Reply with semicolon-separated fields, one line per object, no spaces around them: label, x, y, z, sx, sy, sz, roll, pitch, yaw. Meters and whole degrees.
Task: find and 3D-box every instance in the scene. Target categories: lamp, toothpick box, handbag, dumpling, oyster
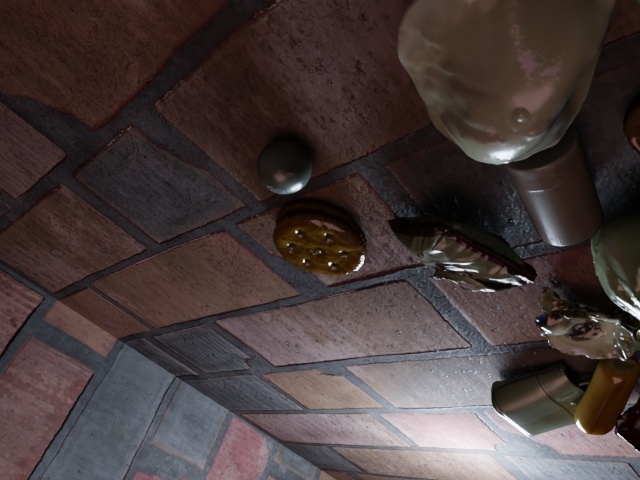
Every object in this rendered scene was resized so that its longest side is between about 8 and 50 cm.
lamp;-0.069;-0.139;1.007;0.105;0.105;0.105;15;144;11
toothpick box;0.365;-0.088;0.829;0.111;0.111;0.181;-9;135;37
handbag;0.627;0.401;1.387;0.241;0.109;0.315;37;129;-22
handbag;0.260;0.024;1.013;0.235;0.127;0.213;31;171;-13
dumpling;0.208;-0.214;0.677;0.242;0.187;0.318;19;146;-6
oyster;0.560;0.184;1.109;0.214;0.083;0.223;12;149;19

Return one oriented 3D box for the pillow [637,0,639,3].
pillow;0.366;-0.346;0.459;0.310;0.138;0.283;29;128;-15

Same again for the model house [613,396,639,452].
model house;0.813;0.450;1.135;0.196;0.254;0.160;21;102;-17

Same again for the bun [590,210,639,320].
bun;0.567;0.070;0.811;0.293;0.187;0.293;16;166;4

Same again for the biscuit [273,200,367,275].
biscuit;0.000;0.000;1.187;0.220;0.066;0.220;12;145;9

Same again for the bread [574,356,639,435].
bread;0.670;0.366;1.242;0.092;0.074;0.239;9;126;12

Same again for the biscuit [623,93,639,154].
biscuit;0.605;-0.141;0.673;0.359;0.074;0.381;-12;130;42
